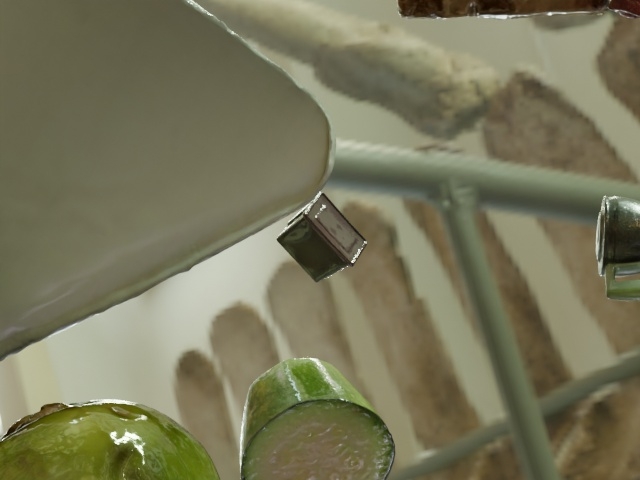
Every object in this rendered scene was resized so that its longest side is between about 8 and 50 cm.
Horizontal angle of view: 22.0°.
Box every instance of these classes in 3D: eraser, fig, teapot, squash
[{"bbox_3d":[-0.197,-0.056,1.161,0.150,0.331,0.331,-163,-116,-70],"label":"eraser"},{"bbox_3d":[-0.130,0.178,0.858,0.181,0.181,0.191,4,-73,65],"label":"fig"},{"bbox_3d":[0.356,0.012,1.846,0.092,0.090,0.124,61,32,-77],"label":"teapot"},{"bbox_3d":[-0.015,0.211,1.790,0.123,0.170,0.170,-117,-153,-52],"label":"squash"}]

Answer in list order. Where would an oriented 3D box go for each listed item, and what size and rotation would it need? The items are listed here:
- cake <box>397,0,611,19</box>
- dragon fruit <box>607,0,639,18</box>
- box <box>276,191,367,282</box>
[{"bbox_3d":[0.225,-0.335,1.750,0.199,0.293,0.196,-35,125,-74],"label":"cake"},{"bbox_3d":[0.318,-0.239,1.599,0.131,0.063,0.097,48,-49,4],"label":"dragon fruit"},{"bbox_3d":[0.000,0.000,1.899,0.085,0.060,0.063,46,-56,-9],"label":"box"}]
